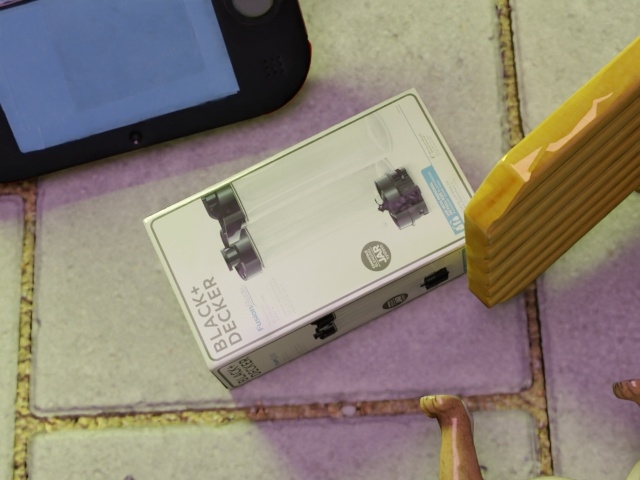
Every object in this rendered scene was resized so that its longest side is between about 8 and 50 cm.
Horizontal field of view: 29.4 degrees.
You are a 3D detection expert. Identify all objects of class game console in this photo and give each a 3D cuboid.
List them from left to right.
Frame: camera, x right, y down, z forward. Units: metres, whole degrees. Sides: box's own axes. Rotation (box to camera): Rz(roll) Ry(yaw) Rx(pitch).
[{"bbox_3d":[-0.224,-0.240,1.153,0.386,0.342,0.060,-15,33,2],"label":"game console"}]

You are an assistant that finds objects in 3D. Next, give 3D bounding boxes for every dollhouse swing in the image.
[{"bbox_3d":[0.327,-0.029,0.977,0.315,0.347,0.305,31,78,16],"label":"dollhouse swing"}]

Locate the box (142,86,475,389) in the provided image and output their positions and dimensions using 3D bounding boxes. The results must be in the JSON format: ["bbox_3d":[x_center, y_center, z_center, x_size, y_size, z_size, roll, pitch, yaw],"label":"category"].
[{"bbox_3d":[0.000,0.000,1.151,0.290,0.087,0.169,-25,71,0],"label":"box"}]

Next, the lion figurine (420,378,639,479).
[{"bbox_3d":[0.199,0.244,1.023,0.392,0.142,0.240,-6,79,1],"label":"lion figurine"}]
